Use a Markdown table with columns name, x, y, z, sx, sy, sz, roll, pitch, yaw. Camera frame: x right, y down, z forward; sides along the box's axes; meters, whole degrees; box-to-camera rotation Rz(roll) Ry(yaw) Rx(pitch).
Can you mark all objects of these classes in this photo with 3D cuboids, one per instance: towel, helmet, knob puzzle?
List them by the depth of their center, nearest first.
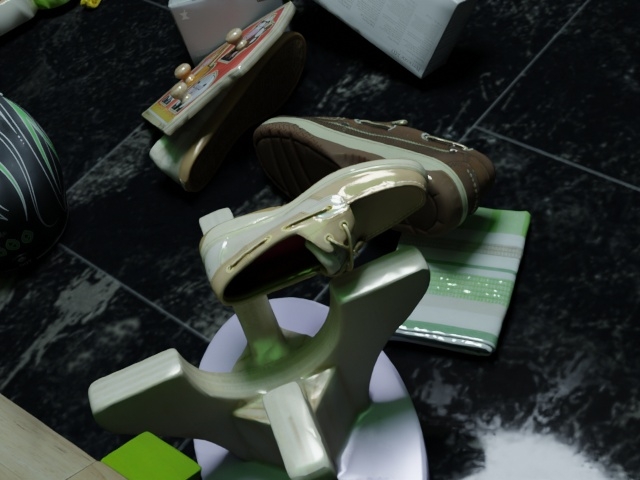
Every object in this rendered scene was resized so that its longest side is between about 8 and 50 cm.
| name | x | y | z | sx | sy | sz | roll | pitch | yaw |
| --- | --- | --- | --- | --- | --- | --- | --- | --- | --- |
| towel | 0.115 | 0.030 | 0.860 | 0.113 | 0.023 | 0.152 | 9 | 51 | 21 |
| helmet | -0.338 | -0.065 | 0.981 | 0.169 | 0.161 | 0.169 | -9 | 49 | 10 |
| knob puzzle | -0.106 | -0.190 | 1.028 | 0.213 | 0.030 | 0.213 | -35 | 20 | 15 |

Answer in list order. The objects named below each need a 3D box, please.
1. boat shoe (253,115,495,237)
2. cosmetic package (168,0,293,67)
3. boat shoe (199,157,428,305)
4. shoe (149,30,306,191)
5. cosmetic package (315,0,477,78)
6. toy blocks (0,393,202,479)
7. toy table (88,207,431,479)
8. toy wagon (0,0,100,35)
| name | x | y | z | sx | sy | sz | roll | pitch | yaw |
| --- | --- | --- | --- | --- | --- | --- | --- | --- | --- |
| boat shoe | 0.049 | -0.070 | 0.915 | 0.095 | 0.095 | 0.257 | -34 | 40 | -32 |
| cosmetic package | -0.105 | -0.323 | 1.174 | 0.127 | 0.107 | 0.238 | -10 | 51 | 8 |
| boat shoe | 0.000 | 0.000 | 0.681 | 0.170 | 0.063 | 0.059 | -23 | 48 | 9 |
| shoe | -0.094 | -0.146 | 1.033 | 0.058 | 0.076 | 0.219 | 26 | 64 | 26 |
| cosmetic package | 0.044 | -0.281 | 1.031 | 0.239 | 0.099 | 0.060 | 39 | 43 | 14 |
| toy blocks | -0.197 | 0.257 | 0.616 | 0.381 | 0.261 | 0.190 | 28 | 25 | 20 |
| toy table | -0.024 | 0.112 | 0.736 | 0.252 | 0.161 | 0.274 | -32 | 48 | -11 |
| toy wagon | -0.450 | -0.341 | 1.316 | 0.344 | 0.068 | 0.267 | -1 | 51 | 16 |
